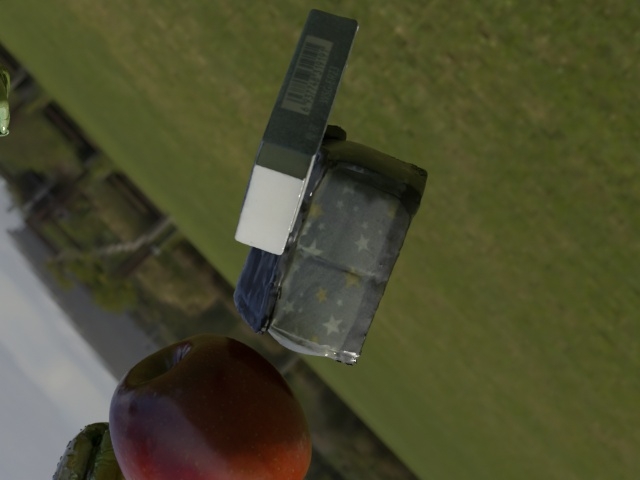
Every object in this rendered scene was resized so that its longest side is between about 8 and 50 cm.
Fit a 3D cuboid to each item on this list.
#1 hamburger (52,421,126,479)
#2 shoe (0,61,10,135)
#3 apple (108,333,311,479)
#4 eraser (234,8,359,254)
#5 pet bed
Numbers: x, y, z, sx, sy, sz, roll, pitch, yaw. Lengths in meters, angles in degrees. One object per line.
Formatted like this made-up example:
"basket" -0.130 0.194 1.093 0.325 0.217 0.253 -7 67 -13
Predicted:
"hamburger" -0.262 0.313 1.880 0.122 0.189 0.215 5 173 12
"shoe" -0.508 -0.195 2.202 0.262 0.140 0.128 121 140 -80
"apple" -0.102 0.180 1.456 0.168 0.181 0.181 62 171 -12
"eraser" -0.019 -0.092 1.265 0.046 0.212 0.092 18 133 -1
"pet bed" 0.000 0.000 1.581 0.159 0.210 0.183 22 -165 0
